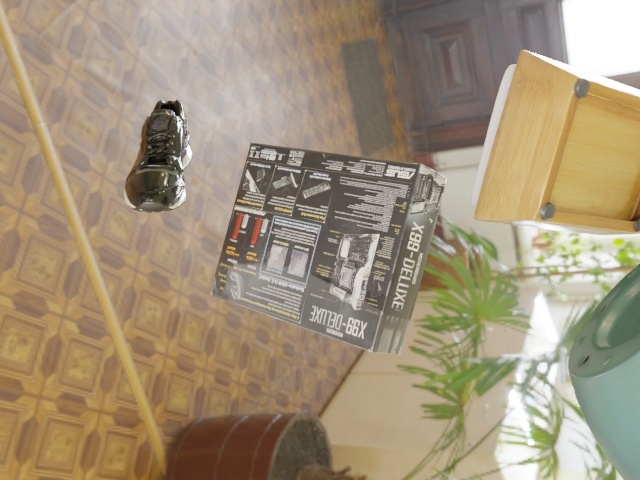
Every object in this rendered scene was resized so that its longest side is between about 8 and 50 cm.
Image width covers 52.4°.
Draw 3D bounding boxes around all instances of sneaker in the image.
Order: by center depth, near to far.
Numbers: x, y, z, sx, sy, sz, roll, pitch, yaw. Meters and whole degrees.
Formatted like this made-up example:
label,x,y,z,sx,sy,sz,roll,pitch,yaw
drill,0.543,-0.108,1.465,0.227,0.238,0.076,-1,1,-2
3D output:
label,x,y,z,sx,sy,sz,roll,pitch,yaw
sneaker,-0.285,-0.157,1.131,0.283,0.107,0.124,-100,-168,-56

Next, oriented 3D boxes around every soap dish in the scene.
label,x,y,z,sx,sy,sz,roll,pitch,yaw
soap dish,0.364,-0.119,0.915,0.291,0.118,0.229,5,104,-33

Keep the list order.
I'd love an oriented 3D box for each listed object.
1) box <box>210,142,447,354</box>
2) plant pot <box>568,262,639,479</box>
label,x,y,z,sx,sy,sz,roll,pitch,yaw
box,0.000,0.000,0.911,0.076,0.307,0.242,17,86,-52
plant pot,0.369,0.130,0.570,0.235,0.293,0.293,40,33,5
